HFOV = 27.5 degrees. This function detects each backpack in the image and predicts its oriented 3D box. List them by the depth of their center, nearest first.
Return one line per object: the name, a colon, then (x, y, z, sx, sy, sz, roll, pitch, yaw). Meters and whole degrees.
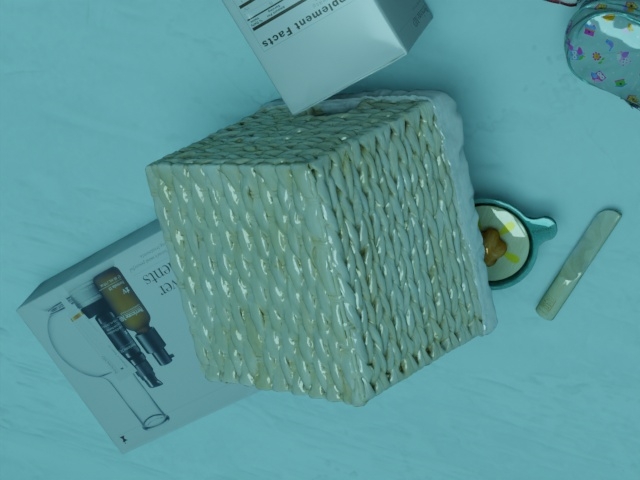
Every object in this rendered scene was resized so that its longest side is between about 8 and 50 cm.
backpack: (0.388, -0.235, 1.582, 0.182, 0.115, 0.152, 25, 121, 7)

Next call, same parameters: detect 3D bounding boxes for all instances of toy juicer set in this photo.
toy juicer set: (0.223, 0.036, 1.768, 0.329, 0.089, 0.209, 11, 116, 11)

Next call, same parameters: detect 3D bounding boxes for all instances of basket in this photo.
basket: (0.000, 0.000, 1.653, 0.328, 0.266, 0.331, 3, 112, 44)

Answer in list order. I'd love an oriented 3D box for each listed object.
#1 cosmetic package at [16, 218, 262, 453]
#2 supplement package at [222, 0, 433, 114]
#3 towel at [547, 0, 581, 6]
cosmetic package: (-0.220, 0.123, 1.939, 0.377, 0.097, 0.284, -28, 106, 25)
supplement package: (-0.017, -0.339, 1.617, 0.175, 0.177, 0.293, -26, 105, 25)
towel: (0.241, -0.461, 1.566, 0.237, 0.037, 0.329, 17, 118, 9)
